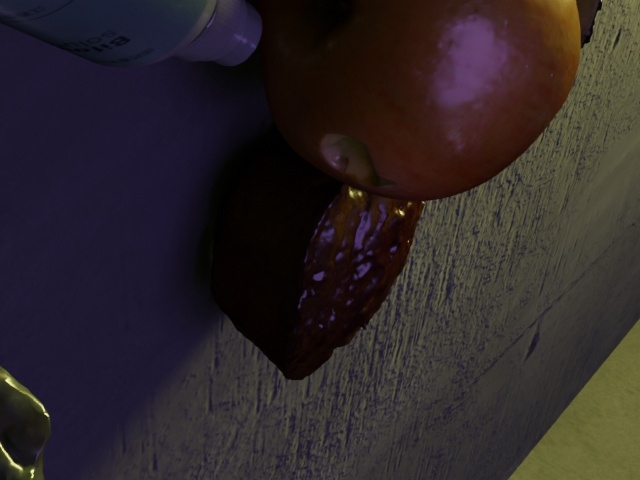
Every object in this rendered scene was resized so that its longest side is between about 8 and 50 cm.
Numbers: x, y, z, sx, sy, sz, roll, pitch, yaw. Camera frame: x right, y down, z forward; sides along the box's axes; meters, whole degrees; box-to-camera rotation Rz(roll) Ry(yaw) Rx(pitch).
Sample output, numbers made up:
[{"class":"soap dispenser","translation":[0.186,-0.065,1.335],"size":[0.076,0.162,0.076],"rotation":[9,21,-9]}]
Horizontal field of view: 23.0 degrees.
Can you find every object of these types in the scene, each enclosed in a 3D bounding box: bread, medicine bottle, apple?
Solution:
[{"class":"bread","translation":[0.006,-0.001,1.360],"size":[0.232,0.135,0.246],"rotation":[-41,153,-39]},{"class":"medicine bottle","translation":[-0.119,-0.156,0.890],"size":[0.110,0.110,0.352],"rotation":[-60,159,6]},{"class":"apple","translation":[0.060,-0.151,1.149],"size":[0.241,0.242,0.242],"rotation":[16,106,-56]}]

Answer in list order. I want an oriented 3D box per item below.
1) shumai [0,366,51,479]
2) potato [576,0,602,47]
[{"class":"shumai","translation":[-0.242,0.076,0.733],"size":[0.309,0.263,0.304],"rotation":[-36,153,-44]},{"class":"potato","translation":[0.167,-0.249,1.393],"size":[0.117,0.182,0.202],"rotation":[-12,166,-10]}]
